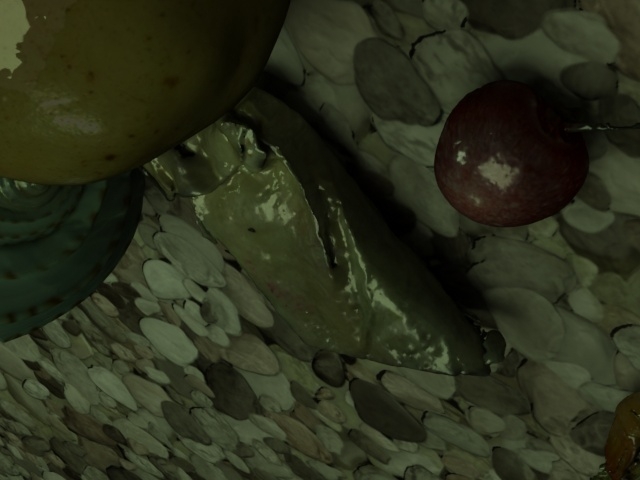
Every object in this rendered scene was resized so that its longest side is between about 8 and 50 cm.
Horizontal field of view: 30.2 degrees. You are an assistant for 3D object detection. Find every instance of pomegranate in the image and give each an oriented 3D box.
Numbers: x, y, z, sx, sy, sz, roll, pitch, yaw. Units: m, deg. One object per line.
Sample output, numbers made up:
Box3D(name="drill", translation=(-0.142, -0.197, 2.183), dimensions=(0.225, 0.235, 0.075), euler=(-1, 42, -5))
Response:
Box3D(name="pomegranate", translation=(-0.175, -0.181, 0.824), dimensions=(0.319, 0.319, 0.319), euler=(25, 144, 19))

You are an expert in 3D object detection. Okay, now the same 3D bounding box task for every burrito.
Box3D(name="burrito", translation=(-0.006, 0.004, 1.048), dimensions=(0.347, 0.107, 0.175), euler=(44, 149, -12))

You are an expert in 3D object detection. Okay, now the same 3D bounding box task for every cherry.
Box3D(name="cherry", translation=(0.157, -0.077, 0.815), dimensions=(0.107, 0.090, 0.225), euler=(52, 141, -1))

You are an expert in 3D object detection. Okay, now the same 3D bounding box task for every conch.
Box3D(name="conch", translation=(-0.269, -0.076, 1.105), dimensions=(0.215, 0.319, 0.303), euler=(-16, 115, 1))

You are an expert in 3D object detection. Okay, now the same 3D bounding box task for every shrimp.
Box3D(name="shrimp", translation=(0.293, 0.179, 1.025), dimensions=(0.115, 0.051, 0.217), euler=(44, 148, 3))
